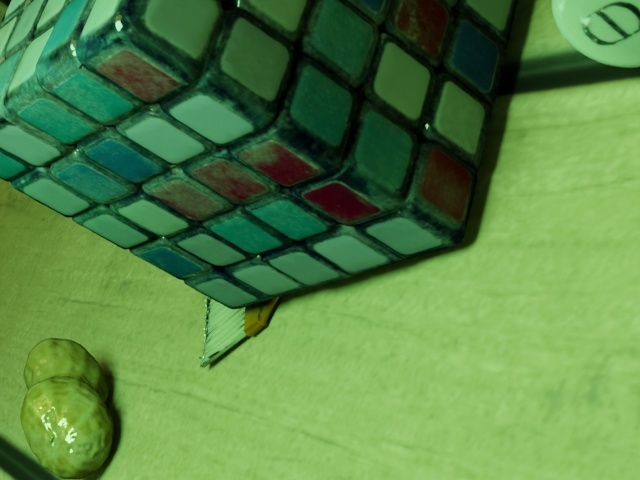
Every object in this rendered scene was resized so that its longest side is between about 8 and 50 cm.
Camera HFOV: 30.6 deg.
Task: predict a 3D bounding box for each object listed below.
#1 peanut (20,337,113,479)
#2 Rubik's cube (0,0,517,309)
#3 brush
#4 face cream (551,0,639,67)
[{"bbox_3d":[-0.250,0.158,1.140,0.089,0.089,0.193,-53,26,10],"label":"peanut"},{"bbox_3d":[-0.057,-0.150,0.878,0.292,0.287,0.293,-19,47,48],"label":"Rubik's cube"},{"bbox_3d":[0.000,0.000,0.959,0.314,0.017,0.090,-39,34,33],"label":"brush"},{"bbox_3d":[0.234,-0.245,0.745,0.143,0.089,0.314,-19,38,54],"label":"face cream"}]
